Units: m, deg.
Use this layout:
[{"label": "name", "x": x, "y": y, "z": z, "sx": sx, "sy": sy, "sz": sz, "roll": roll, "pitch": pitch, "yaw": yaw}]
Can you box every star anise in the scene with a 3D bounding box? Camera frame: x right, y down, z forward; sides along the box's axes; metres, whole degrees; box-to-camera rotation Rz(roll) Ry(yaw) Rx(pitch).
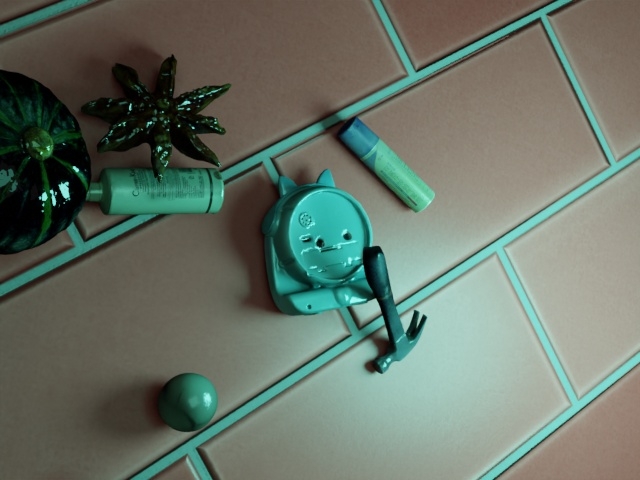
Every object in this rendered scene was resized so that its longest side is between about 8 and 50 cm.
[{"label": "star anise", "x": -0.278, "y": -0.220, "z": 1.797, "sx": 0.288, "sy": 0.088, "sz": 0.288, "roll": 10, "pitch": 58, "yaw": -16}]

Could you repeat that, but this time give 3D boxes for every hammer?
[{"label": "hammer", "x": 0.131, "y": 0.118, "z": 1.922, "sx": 0.137, "sy": 0.037, "sz": 0.290, "roll": -38, "pitch": 134, "yaw": -23}]

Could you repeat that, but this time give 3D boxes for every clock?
[{"label": "clock", "x": 0.000, "y": 0.000, "z": 1.924, "sx": 0.223, "sy": 0.094, "sz": 0.274, "roll": -12, "pitch": 90, "yaw": -29}]

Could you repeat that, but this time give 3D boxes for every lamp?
[{"label": "lamp", "x": -0.232, "y": 0.282, "z": 1.760, "sx": 0.105, "sy": 0.105, "sz": 0.105, "roll": 4, "pitch": 81, "yaw": -26}]

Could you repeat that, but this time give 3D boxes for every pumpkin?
[{"label": "pumpkin", "x": -0.507, "y": -0.130, "z": 1.594, "sx": 0.315, "sy": 0.238, "sz": 0.315, "roll": 21, "pitch": 59, "yaw": -40}]

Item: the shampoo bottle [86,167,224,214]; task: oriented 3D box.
[{"label": "shampoo bottle", "x": -0.306, "y": -0.087, "z": 1.788, "sx": 0.262, "sy": 0.085, "sz": 0.085, "roll": -2, "pitch": 83, "yaw": -26}]

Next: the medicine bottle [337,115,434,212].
[{"label": "medicine bottle", "x": 0.133, "y": -0.153, "z": 2.035, "sx": 0.231, "sy": 0.059, "sz": 0.059, "roll": 42, "pitch": 66, "yaw": -15}]
